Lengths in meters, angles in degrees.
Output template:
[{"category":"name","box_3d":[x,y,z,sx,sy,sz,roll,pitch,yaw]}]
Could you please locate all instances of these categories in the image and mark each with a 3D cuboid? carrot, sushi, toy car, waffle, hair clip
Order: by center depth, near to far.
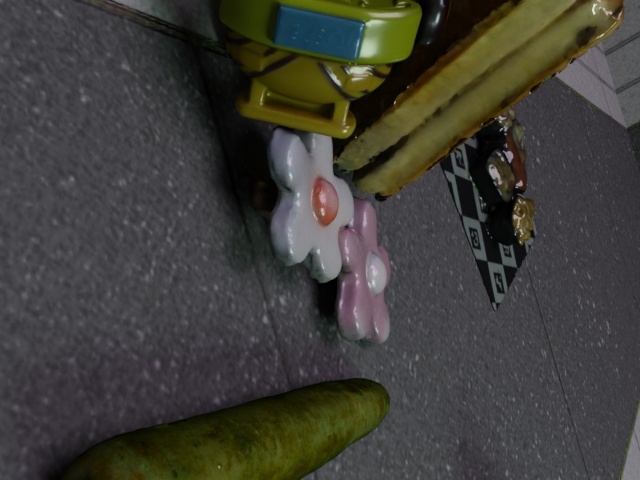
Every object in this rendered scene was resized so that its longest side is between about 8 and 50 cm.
[{"category":"carrot","box_3d":[-0.032,0.144,0.567,0.358,0.074,0.074,0,76,-59]},{"category":"toy car","box_3d":[-0.005,-0.188,0.666,0.248,0.200,0.142,-81,-175,-54]},{"category":"hair clip","box_3d":[0.007,-0.002,0.700,0.257,0.075,0.146,48,35,-41]},{"category":"waffle","box_3d":[0.126,-0.193,0.735,0.091,0.308,0.212,27,51,-24]},{"category":"sushi","box_3d":[0.262,-0.092,1.144,0.292,0.059,0.294,-38,109,-56]}]
